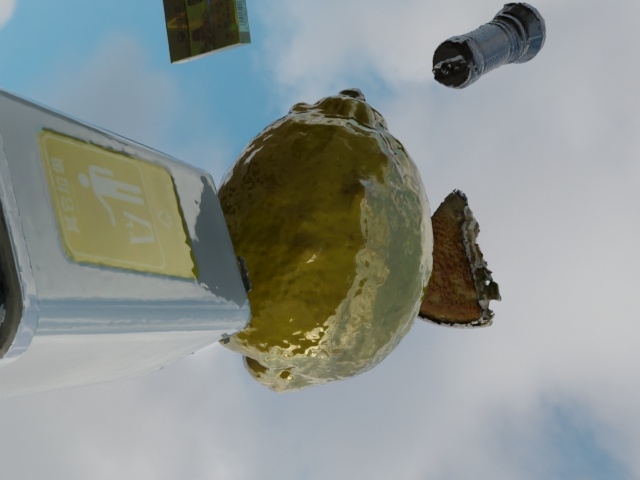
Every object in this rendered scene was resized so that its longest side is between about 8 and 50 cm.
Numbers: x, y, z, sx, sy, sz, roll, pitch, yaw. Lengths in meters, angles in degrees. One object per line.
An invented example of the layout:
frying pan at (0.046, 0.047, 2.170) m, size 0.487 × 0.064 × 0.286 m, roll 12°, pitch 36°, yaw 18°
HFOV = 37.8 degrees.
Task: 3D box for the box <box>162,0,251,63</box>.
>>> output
box at (-0.195, -0.375, 1.580) m, size 0.193 × 0.030 × 0.121 m, roll -3°, pitch -85°, yaw 45°

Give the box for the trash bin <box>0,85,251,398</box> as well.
trash bin at (-0.263, 0.026, 0.799) m, size 0.296 × 0.367 × 0.256 m, roll -28°, pitch -109°, yaw 26°

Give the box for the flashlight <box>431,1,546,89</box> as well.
flashlight at (0.238, -0.274, 1.333) m, size 0.093 × 0.093 × 0.232 m, roll 2°, pitch -155°, yaw 41°

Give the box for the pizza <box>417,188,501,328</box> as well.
pizza at (0.180, 0.024, 1.315) m, size 0.185 × 0.052 × 0.195 m, roll 16°, pitch -81°, yaw 34°

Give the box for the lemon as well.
lemon at (-0.001, 0.008, 1.067) m, size 0.316 × 0.285 × 0.285 m, roll -44°, pitch -137°, yaw -12°
